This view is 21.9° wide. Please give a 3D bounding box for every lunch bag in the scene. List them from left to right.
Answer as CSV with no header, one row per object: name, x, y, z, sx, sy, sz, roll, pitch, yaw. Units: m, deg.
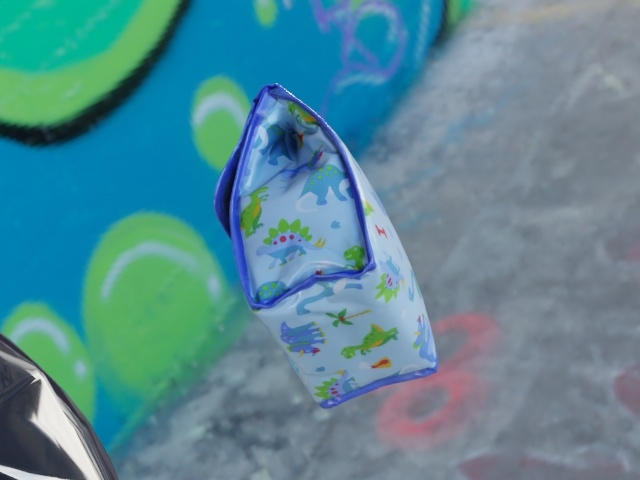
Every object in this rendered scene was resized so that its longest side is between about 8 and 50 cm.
lunch bag,0.000,0.000,0.966,0.096,0.129,0.151,-17,54,10

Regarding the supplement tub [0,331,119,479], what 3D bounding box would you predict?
supplement tub,-0.146,0.106,0.406,0.198,0.106,0.106,-41,25,16
